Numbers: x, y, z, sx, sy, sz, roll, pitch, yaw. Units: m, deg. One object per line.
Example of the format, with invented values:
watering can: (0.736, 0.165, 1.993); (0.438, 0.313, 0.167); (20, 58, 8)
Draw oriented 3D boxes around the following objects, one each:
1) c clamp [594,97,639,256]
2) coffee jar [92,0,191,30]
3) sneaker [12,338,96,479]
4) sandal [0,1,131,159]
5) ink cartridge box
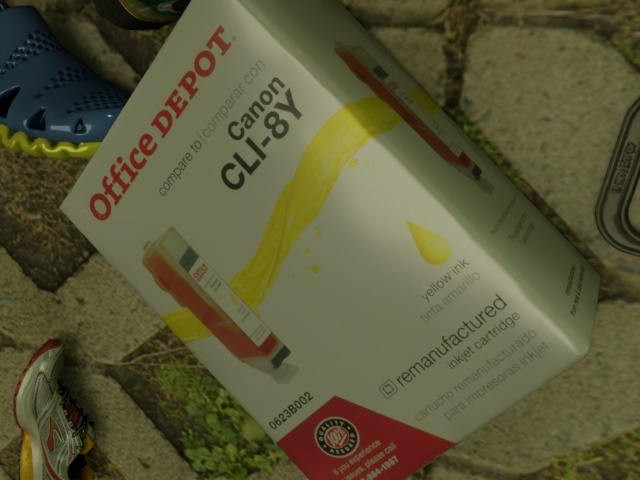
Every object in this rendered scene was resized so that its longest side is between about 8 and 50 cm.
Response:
c clamp: (0.293, -0.050, 0.546); (0.137, 0.022, 0.161); (23, 116, 16)
coffee jar: (-0.116, -0.252, 0.621); (0.184, 0.096, 0.079); (-18, 97, 28)
sneaker: (-0.334, 0.229, 0.917); (0.092, 0.088, 0.226); (5, 112, 2)
sandal: (-0.310, -0.176, 0.729); (0.317, 0.126, 0.138); (21, 112, 15)
ink cartridge box: (0.000, 0.000, 0.620); (0.385, 0.160, 0.279); (47, 120, 3)
